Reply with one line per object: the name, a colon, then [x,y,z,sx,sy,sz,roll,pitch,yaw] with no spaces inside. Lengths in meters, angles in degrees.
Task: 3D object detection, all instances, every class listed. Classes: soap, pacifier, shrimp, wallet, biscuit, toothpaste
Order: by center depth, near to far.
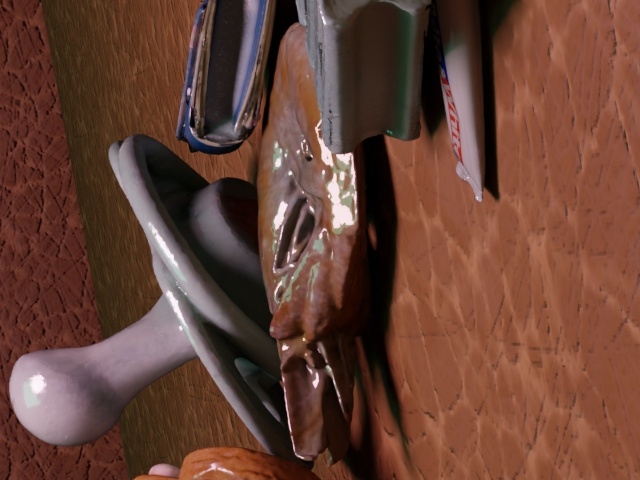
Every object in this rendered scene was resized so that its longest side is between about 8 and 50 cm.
toothpaste: [0.073,-0.128,0.893,0.052,0.033,0.218,-117,17,-64]
soap: [0.022,-0.135,0.933,0.198,0.063,0.114,86,172,-74]
shrimp: [0.000,0.000,1.165,0.168,0.077,0.317,142,123,-74]
wallet: [-0.073,-0.138,1.287,0.202,0.059,0.141,175,106,-82]
biscuit: [-0.053,0.228,1.331,0.324,0.205,0.049,88,-166,-64]
pacifier: [-0.139,0.069,1.347,0.288,0.269,0.343,57,-179,-41]
